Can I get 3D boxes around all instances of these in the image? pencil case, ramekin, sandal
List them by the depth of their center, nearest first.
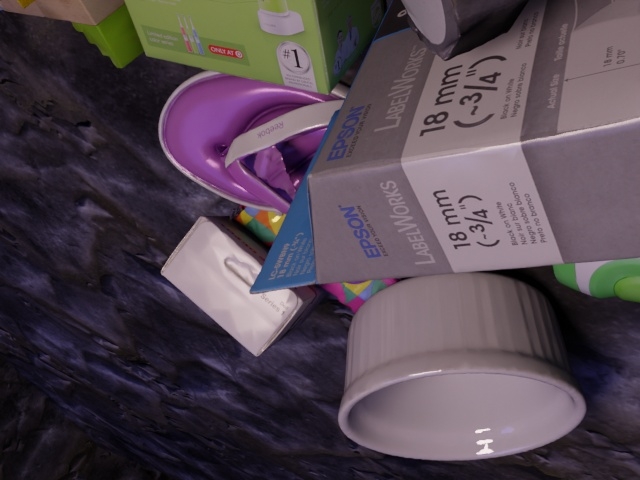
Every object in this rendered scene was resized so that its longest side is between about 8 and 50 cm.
[{"bbox_3d":[0.004,-0.079,0.776,0.416,0.102,0.169,17,115,15],"label":"sandal"},{"bbox_3d":[0.158,0.152,0.887,0.277,0.135,0.277,1,145,1],"label":"ramekin"},{"bbox_3d":[0.000,0.000,0.941,0.236,0.104,0.104,38,148,-12],"label":"pencil case"}]

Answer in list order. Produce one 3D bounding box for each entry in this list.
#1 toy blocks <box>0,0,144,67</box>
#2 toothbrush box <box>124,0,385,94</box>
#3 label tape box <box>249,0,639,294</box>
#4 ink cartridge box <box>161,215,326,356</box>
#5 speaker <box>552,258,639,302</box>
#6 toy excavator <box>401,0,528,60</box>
[{"bbox_3d":[-0.315,-0.358,0.690,0.261,0.191,0.381,21,148,40],"label":"toy blocks"},{"bbox_3d":[-0.075,-0.279,0.604,0.206,0.122,0.283,16,145,25],"label":"toothbrush box"},{"bbox_3d":[0.095,-0.094,0.539,0.333,0.241,0.106,-8,132,32],"label":"label tape box"},{"bbox_3d":[-0.086,0.049,0.966,0.160,0.092,0.219,40,-172,7],"label":"ink cartridge box"},{"bbox_3d":[0.351,0.006,0.610,0.296,0.131,0.131,9,141,33],"label":"speaker"},{"bbox_3d":[0.067,-0.344,0.272,0.445,0.222,0.433,63,180,0],"label":"toy excavator"}]
